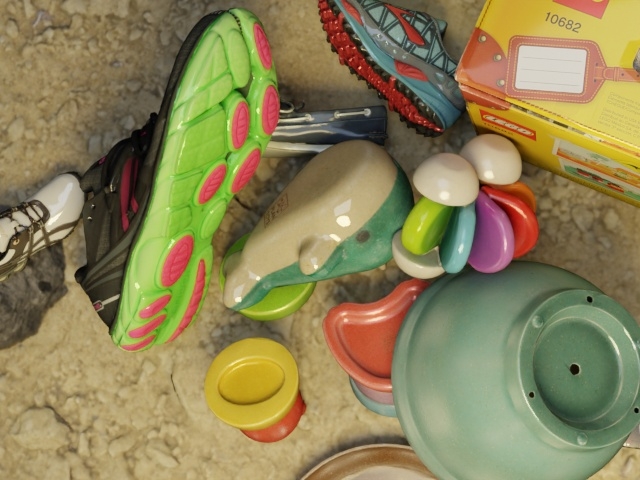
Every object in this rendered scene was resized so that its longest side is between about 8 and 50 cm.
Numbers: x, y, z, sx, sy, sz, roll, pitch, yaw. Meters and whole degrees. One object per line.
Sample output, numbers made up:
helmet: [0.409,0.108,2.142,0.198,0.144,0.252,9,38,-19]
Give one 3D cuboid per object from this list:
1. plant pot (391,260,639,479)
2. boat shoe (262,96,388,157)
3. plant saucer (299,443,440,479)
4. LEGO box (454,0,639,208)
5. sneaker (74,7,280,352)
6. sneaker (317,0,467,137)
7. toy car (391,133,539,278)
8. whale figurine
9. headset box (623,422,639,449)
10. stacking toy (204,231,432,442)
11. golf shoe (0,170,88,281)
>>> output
plant pot: [0.253,0.154,1.376,0.293,0.196,0.293,4,79,-20]
boat shoe: [-0.038,-0.149,1.574,0.255,0.095,0.079,3,87,10]
plant saucer: [0.087,0.413,1.526,0.311,0.050,0.310,-1,85,10]
LEGO box: [0.425,-0.133,1.342,0.500,0.372,0.193,24,90,12]
sneaker: [-0.206,-0.080,1.497,0.202,0.185,0.482,38,119,23]
sneaker: [0.104,-0.254,1.569,0.125,0.104,0.262,-37,77,-18]
toy car: [0.178,-0.022,1.384,0.136,0.182,0.159,41,134,27]
whale figurine: [0.000,0.000,1.494,0.272,0.216,0.141,-39,114,13]
headset box: [0.394,0.216,1.491,0.062,0.032,0.083,8,88,12]
stacking toy: [0.010,0.119,1.563,0.309,0.130,0.279,-12,57,7]
golf shoe: [-0.399,-0.018,1.635,0.198,0.094,0.077,-46,78,3]
